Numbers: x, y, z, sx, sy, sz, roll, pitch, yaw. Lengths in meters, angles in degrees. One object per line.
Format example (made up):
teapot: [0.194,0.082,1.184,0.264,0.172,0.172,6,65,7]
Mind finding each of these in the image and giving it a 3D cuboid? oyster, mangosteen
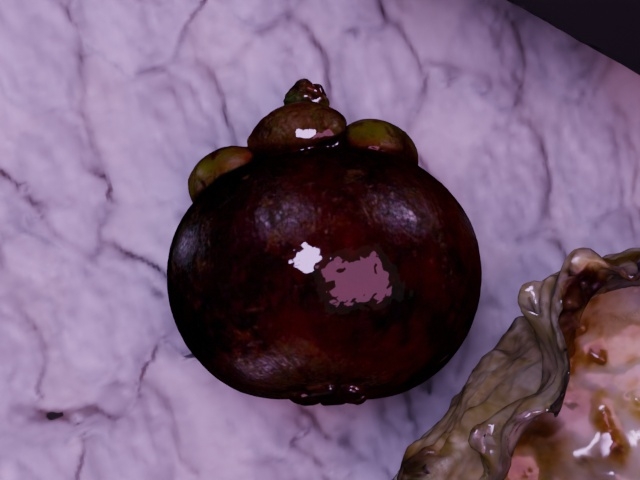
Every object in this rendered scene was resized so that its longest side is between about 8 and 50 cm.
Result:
oyster: [0.113,0.155,0.794,0.197,0.133,0.337,10,97,-27]
mangosteen: [0.000,0.000,0.730,0.140,0.140,0.140,-4,101,-23]

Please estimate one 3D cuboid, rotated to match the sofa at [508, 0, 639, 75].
sofa: [0.119,-0.189,0.744,0.258,0.182,0.200,23,107,-25]
